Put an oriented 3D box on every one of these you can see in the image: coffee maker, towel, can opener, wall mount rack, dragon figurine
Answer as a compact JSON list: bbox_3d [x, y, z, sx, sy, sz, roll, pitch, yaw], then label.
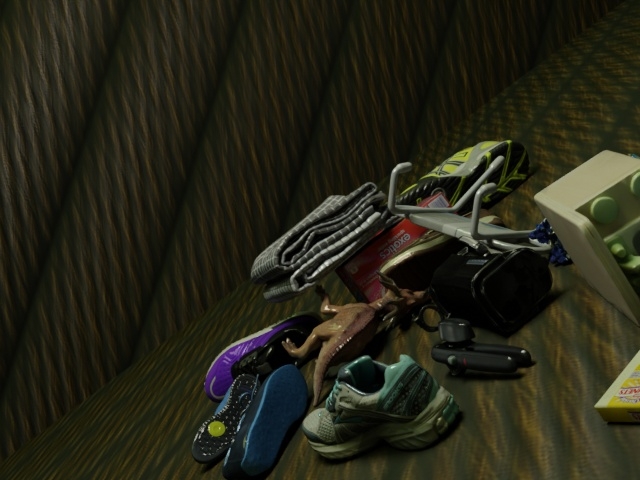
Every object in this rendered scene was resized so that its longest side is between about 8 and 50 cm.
[{"bbox_3d":[0.246,0.083,1.299,0.171,0.120,0.178,-61,10,-5],"label":"coffee maker"},{"bbox_3d":[0.000,0.000,1.723,0.283,0.121,0.235,-38,1,-20],"label":"towel"},{"bbox_3d":[0.211,0.155,1.165,0.059,0.073,0.186,-30,15,-20],"label":"can opener"},{"bbox_3d":[0.303,-0.075,1.542,0.304,0.131,0.350,-4,17,-39],"label":"wall mount rack"},{"bbox_3d":[0.448,-0.055,1.285,0.144,0.085,0.289,-45,8,-39],"label":"dragon figurine"}]

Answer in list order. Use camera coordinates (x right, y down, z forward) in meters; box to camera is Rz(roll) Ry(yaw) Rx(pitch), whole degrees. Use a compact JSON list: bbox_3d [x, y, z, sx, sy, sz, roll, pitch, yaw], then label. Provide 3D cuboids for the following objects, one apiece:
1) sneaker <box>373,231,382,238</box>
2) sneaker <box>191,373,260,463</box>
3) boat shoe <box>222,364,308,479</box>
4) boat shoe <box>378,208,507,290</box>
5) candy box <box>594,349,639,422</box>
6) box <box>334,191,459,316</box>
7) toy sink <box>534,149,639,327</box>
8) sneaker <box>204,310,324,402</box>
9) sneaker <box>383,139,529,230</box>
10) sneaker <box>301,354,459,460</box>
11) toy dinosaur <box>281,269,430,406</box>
[{"bbox_3d":[0.186,-0.032,2.062,0.279,0.118,0.107,-31,10,25],"label":"sneaker"},{"bbox_3d":[-0.175,0.348,1.611,0.209,0.069,0.082,-56,-12,-45],"label":"sneaker"},{"bbox_3d":[-0.102,0.296,1.432,0.089,0.109,0.258,-34,6,30],"label":"boat shoe"},{"bbox_3d":[0.227,0.015,1.647,0.257,0.095,0.095,-22,36,-1],"label":"boat shoe"},{"bbox_3d":[0.364,0.130,0.803,0.105,0.027,0.206,-42,11,-27],"label":"candy box"},{"bbox_3d":[0.169,0.030,1.737,0.257,0.128,0.122,-37,2,-10],"label":"box"},{"bbox_3d":[0.387,-0.013,1.084,0.131,0.153,0.234,-33,8,7],"label":"toy sink"},{"bbox_3d":[-0.123,0.250,1.765,0.293,0.102,0.146,-34,9,6],"label":"sneaker"},{"bbox_3d":[0.294,-0.108,1.955,0.384,0.145,0.147,-26,19,-17],"label":"sneaker"},{"bbox_3d":[0.061,0.216,1.176,0.283,0.122,0.110,-26,12,48],"label":"sneaker"},{"bbox_3d":[0.063,0.156,1.533,0.200,0.127,0.296,-19,22,39],"label":"toy dinosaur"}]
